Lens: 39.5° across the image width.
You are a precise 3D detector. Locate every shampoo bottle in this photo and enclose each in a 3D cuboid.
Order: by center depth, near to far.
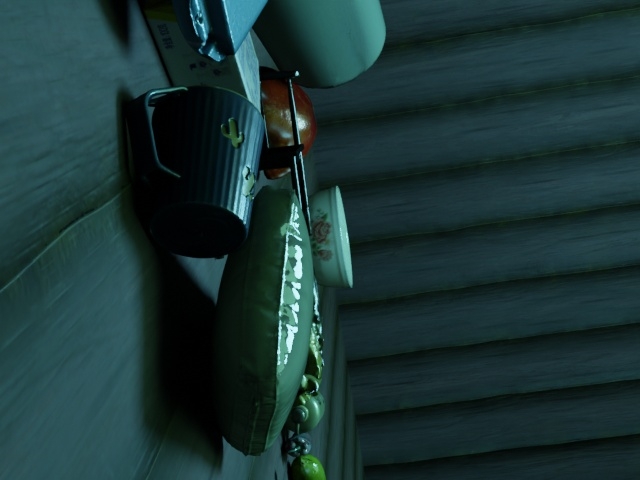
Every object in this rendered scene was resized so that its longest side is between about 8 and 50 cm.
[{"bbox_3d":[-0.036,0.331,1.731,0.162,0.079,0.079,38,44,-83],"label":"shampoo bottle"}]

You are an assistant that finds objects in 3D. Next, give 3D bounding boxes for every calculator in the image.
[{"bbox_3d":[-0.094,-0.341,1.030,0.173,0.051,0.293,78,27,-49],"label":"calculator"}]

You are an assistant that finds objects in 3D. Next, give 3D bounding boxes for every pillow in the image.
[{"bbox_3d":[-0.073,0.112,1.091,0.322,0.119,0.256,102,-5,-63],"label":"pillow"}]

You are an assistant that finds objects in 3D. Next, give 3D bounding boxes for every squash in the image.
[{"bbox_3d":[-0.019,0.490,1.773,0.201,0.066,0.066,80,4,-46],"label":"squash"}]

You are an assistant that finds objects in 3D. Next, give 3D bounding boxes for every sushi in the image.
[{"bbox_3d":[-0.073,0.134,1.492,0.131,0.139,0.291,15,64,-63],"label":"sushi"}]

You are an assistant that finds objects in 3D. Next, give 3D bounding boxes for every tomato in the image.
[{"bbox_3d":[-0.080,-0.252,1.839,0.200,0.139,0.233,-103,180,-51],"label":"tomato"}]

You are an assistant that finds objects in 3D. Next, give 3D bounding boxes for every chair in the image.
[{"bbox_3d":[-0.096,-0.118,1.336,0.141,0.154,0.260,-77,160,-79],"label":"chair"}]

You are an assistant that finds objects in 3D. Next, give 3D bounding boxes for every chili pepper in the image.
[{"bbox_3d":[-0.042,0.391,1.712,0.153,0.050,0.041,85,21,-87],"label":"chili pepper"}]

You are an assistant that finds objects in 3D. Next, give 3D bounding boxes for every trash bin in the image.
[{"bbox_3d":[-0.040,-0.493,1.631,0.432,0.280,0.281,56,26,-62],"label":"trash bin"}]

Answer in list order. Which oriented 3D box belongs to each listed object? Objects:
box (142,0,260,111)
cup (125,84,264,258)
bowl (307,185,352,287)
[{"bbox_3d":[-0.154,-0.276,1.213,0.265,0.097,0.168,75,9,-56],"label":"box"},{"bbox_3d":[-0.143,-0.081,0.976,0.176,0.131,0.155,35,43,-42],"label":"cup"},{"bbox_3d":[0.000,0.000,2.368,0.277,0.145,0.277,-9,90,-87],"label":"bowl"}]
